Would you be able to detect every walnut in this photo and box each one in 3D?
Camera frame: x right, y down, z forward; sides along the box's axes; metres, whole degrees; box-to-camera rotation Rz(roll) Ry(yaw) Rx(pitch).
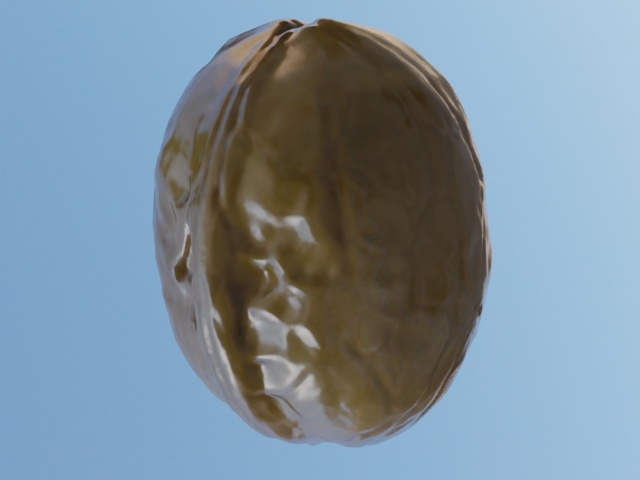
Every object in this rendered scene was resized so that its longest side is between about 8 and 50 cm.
[{"bbox_3d":[0.000,0.000,0.565,0.159,0.159,0.206,-28,-57,-56],"label":"walnut"}]
